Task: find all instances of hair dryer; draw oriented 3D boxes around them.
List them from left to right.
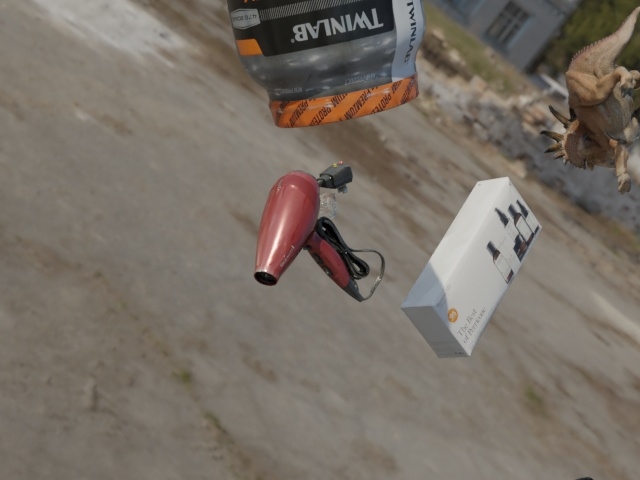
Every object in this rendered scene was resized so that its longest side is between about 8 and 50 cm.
[{"bbox_3d":[0.000,0.000,1.791,0.293,0.080,0.223,-20,89,-49],"label":"hair dryer"}]

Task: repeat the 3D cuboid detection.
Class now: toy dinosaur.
[{"bbox_3d":[0.409,-0.201,1.766,0.200,0.127,0.295,32,-38,49],"label":"toy dinosaur"}]

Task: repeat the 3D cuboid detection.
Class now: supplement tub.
[{"bbox_3d":[-0.006,-0.281,1.176,0.193,0.194,0.316,-78,156,-76],"label":"supplement tub"}]

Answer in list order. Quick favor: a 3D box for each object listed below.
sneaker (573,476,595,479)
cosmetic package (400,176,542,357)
[{"bbox_3d":[0.467,0.455,2.032,0.267,0.106,0.101,-13,39,-42],"label":"sneaker"},{"bbox_3d":[0.202,0.033,1.563,0.060,0.239,0.099,-10,-53,49],"label":"cosmetic package"}]
